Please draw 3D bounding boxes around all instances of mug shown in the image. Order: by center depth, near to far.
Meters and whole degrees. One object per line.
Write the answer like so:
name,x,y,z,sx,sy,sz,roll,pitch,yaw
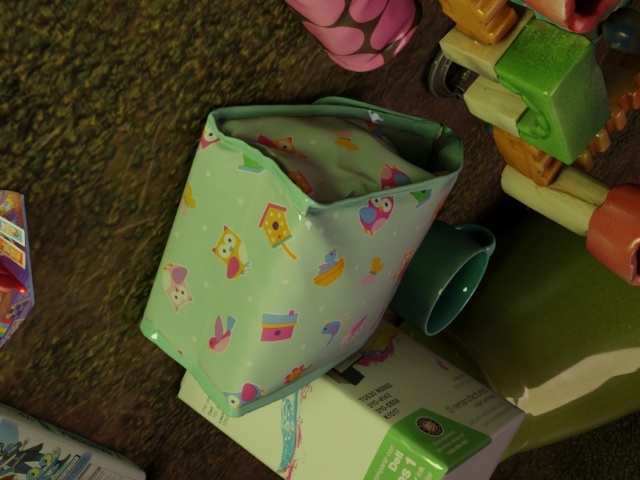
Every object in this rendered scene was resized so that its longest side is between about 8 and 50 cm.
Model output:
mug,0.139,0.037,1.297,0.157,0.097,0.129,-12,133,-59

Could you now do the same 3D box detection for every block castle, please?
block castle,0.264,-0.183,0.784,0.303,0.213,0.453,-51,147,-8

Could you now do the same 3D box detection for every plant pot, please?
plant pot,0.310,0.149,1.519,0.353,0.366,0.366,-26,146,-29

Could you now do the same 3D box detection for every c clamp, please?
c clamp,0.171,-0.210,1.111,0.161,0.022,0.137,-53,157,-4

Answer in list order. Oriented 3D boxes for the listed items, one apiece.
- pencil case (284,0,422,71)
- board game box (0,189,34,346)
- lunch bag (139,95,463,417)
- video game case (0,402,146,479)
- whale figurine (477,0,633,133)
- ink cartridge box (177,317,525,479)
pencil case,0.014,-0.199,0.736,0.098,0.095,0.209,-49,160,1
board game box,-0.233,0.048,0.674,0.133,0.033,0.169,-37,151,-36
lunch bag,0.000,0.000,0.902,0.262,0.160,0.223,-16,136,-48
video game case,-0.313,0.292,0.857,0.329,0.036,0.300,-50,157,-8
whale figurine,0.240,-0.229,1.035,0.216,0.141,0.272,-22,131,-51
ink cartridge box,0.031,0.162,1.034,0.201,0.278,0.117,-12,130,-58
